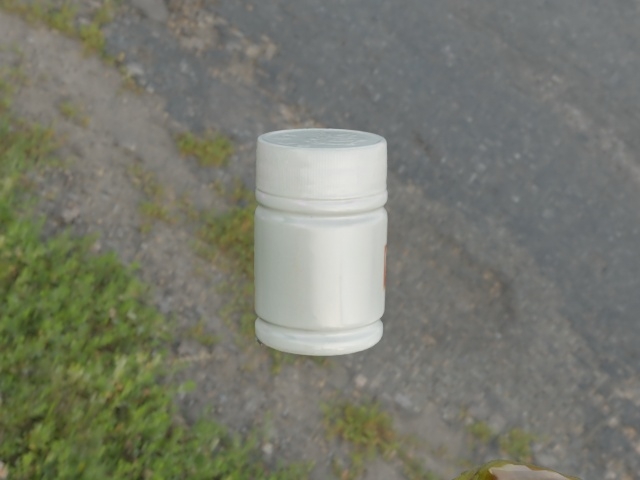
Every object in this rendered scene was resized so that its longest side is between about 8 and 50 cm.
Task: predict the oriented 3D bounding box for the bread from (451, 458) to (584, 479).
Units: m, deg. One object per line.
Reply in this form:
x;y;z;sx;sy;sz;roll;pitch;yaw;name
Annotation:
0.094;0.224;0.505;0.184;0.110;0.234;26;70;-8;bread

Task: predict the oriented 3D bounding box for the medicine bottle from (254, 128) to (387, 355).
0.000;0.000;0.548;0.057;0.089;0.057;0;14;0;medicine bottle
